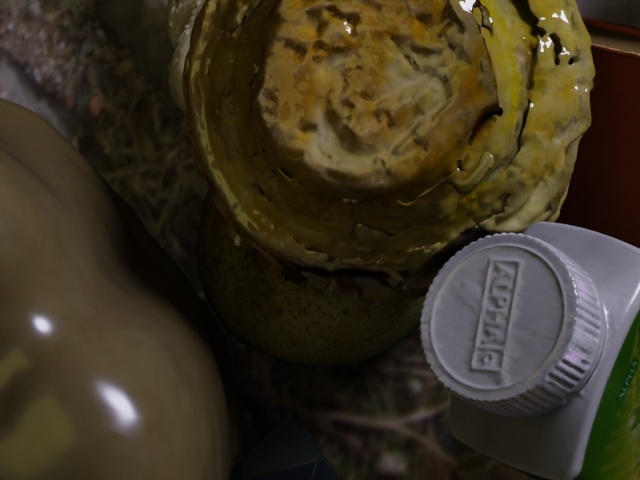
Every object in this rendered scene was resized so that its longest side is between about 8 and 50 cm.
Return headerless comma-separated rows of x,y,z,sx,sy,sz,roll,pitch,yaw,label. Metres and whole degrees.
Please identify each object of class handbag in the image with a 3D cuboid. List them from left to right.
0.162,-0.060,0.927,0.190,0.063,0.127,22,123,38,handbag

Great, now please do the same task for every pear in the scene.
0.000,0.000,0.997,0.167,0.136,0.167,-17,58,29,pear

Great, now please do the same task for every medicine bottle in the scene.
0.134,0.064,0.851,0.088,0.188,0.132,20,85,37,medicine bottle

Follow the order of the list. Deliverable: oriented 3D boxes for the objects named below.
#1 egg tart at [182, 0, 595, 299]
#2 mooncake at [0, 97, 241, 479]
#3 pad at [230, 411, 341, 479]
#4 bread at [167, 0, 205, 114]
0.033,-0.083,0.868,0.241,0.106,0.241,0,93,10,egg tart
-0.276,0.138,0.912,0.467,0.262,0.467,1,100,8,mooncake
-0.012,0.244,0.999,0.163,0.004,0.243,-47,53,10,pad
0.021,-0.197,1.035,0.316,0.054,0.316,-26,35,20,bread
